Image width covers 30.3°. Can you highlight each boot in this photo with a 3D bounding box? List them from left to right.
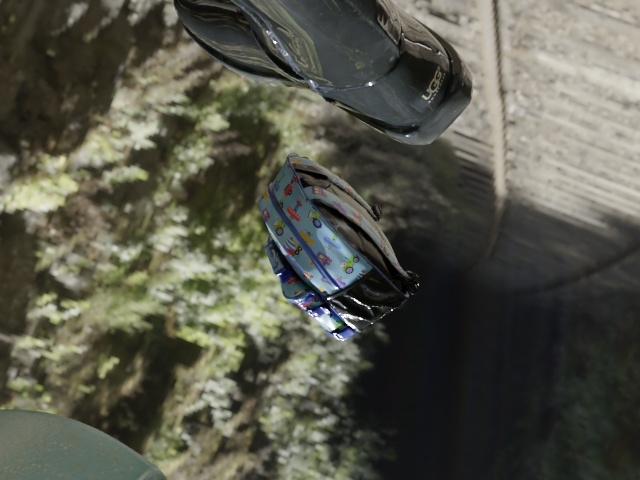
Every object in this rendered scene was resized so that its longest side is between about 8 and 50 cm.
[{"bbox_3d":[-0.092,-0.258,1.010,0.367,0.146,0.445,27,180,32],"label":"boot"}]

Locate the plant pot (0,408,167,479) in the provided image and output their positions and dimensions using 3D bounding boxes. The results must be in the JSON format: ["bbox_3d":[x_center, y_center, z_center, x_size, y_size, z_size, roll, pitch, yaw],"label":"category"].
[{"bbox_3d":[-0.207,0.247,0.723,0.252,0.247,0.247,-13,-167,26],"label":"plant pot"}]

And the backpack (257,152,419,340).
[{"bbox_3d":[0.000,0.000,1.231,0.173,0.117,0.158,41,-164,-41],"label":"backpack"}]
